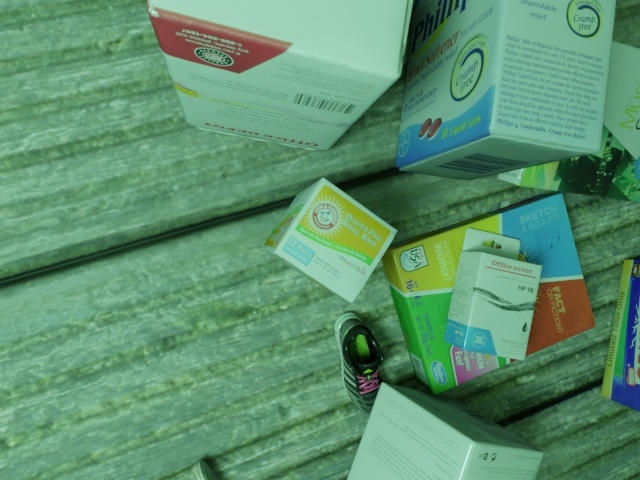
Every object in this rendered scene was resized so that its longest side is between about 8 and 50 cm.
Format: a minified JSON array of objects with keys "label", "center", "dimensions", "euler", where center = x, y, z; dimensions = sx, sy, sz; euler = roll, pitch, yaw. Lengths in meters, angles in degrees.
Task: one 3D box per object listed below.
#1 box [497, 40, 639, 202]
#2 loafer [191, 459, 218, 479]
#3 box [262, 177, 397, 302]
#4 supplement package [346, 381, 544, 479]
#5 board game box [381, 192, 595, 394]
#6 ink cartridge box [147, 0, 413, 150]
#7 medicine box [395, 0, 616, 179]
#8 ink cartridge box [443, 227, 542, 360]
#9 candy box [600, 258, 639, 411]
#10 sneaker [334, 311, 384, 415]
[{"label":"box","center":[0.467,-0.190,0.693],"dimensions":[0.321,0.058,0.233],"euler":[4,108,-17]},{"label":"loafer","center":[-0.163,0.387,0.623],"dimensions":[0.039,0.045,0.125],"euler":[-28,99,-4]},{"label":"box","center":[0.000,0.000,0.569],"dimensions":[0.114,0.203,0.103],"euler":[34,84,-11]},{"label":"supplement package","center":[0.151,0.388,0.601],"dimensions":[0.175,0.177,0.293],"euler":[23,86,-33]},{"label":"board game box","center":[0.280,0.079,0.702],"dimensions":[0.316,0.064,0.242],"euler":[-18,95,-11]},{"label":"ink cartridge box","center":[-0.055,-0.217,0.502],"dimensions":[0.226,0.306,0.131],"euler":[9,88,-12]},{"label":"medicine box","center":[0.235,-0.248,0.585],"dimensions":[0.149,0.263,0.290],"euler":[6,89,-13]},{"label":"ink cartridge box","center":[0.261,0.077,0.633],"dimensions":[0.104,0.060,0.180],"euler":[12,88,-12]},{"label":"candy box","center":[0.631,0.170,0.651],"dimensions":[0.122,0.317,0.268],"euler":[11,87,-11]},{"label":"sneaker","center":[0.067,0.199,0.652],"dimensions":[0.063,0.075,0.171],"euler":[-15,94,-12]}]
